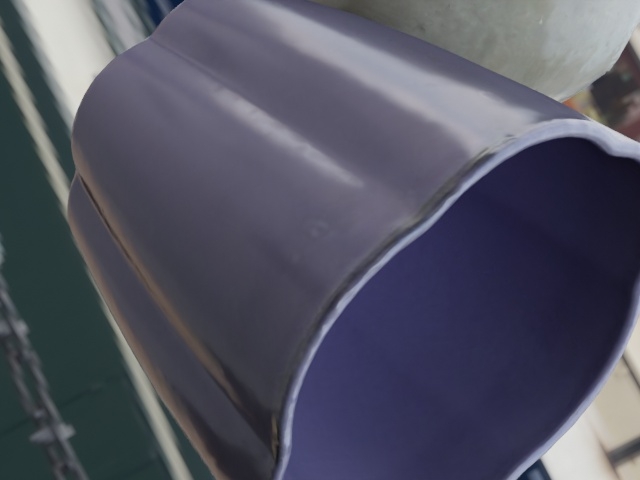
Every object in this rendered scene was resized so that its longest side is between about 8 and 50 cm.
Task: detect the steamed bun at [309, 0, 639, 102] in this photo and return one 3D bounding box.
[{"bbox_3d":[0.061,-0.224,0.991,0.206,0.324,0.324,-3,53,-26],"label":"steamed bun"}]

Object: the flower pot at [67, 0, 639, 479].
[{"bbox_3d":[0.000,0.000,0.830,0.243,0.265,0.265,37,-1,33],"label":"flower pot"}]
